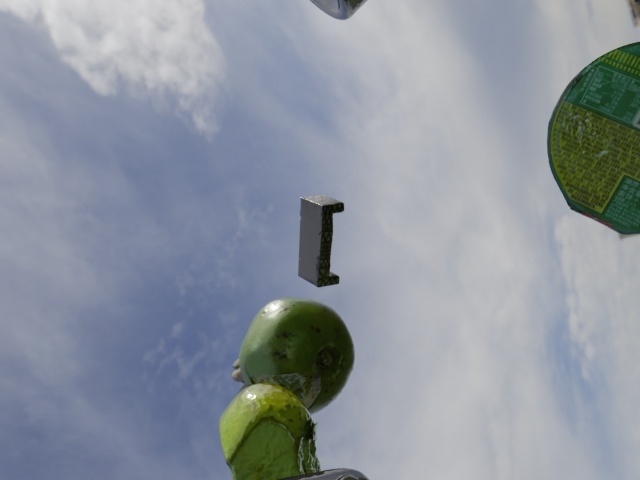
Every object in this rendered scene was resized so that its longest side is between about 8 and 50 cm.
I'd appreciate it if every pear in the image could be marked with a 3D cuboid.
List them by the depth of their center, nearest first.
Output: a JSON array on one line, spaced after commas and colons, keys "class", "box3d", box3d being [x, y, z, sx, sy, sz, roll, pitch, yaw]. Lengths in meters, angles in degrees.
[{"class": "pear", "box3d": [-0.064, 0.366, 1.031, 0.238, 0.164, 0.255, 85, 166, -71]}]

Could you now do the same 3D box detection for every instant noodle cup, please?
[{"class": "instant noodle cup", "box3d": [0.393, -0.126, 0.755, 0.233, 0.207, 0.207, -24, -83, -61]}]

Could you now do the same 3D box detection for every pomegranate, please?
[{"class": "pomegranate", "box3d": [-0.071, 0.239, 1.267, 0.236, 0.302, 0.236, 16, -117, -34]}]

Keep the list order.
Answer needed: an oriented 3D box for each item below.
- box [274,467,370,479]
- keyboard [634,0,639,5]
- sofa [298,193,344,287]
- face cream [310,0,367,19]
[{"class": "box", "box3d": [-0.016, 0.382, 0.709, 0.290, 0.289, 0.073, -2, -68, -25]}, {"class": "keyboard", "box3d": [0.381, -0.168, 0.508, 0.317, 0.027, 0.106, 17, -86, -26]}, {"class": "sofa", "box3d": [0.000, 0.000, 0.853, 0.039, 0.060, 0.118, -8, -70, -30]}, {"class": "face cream", "box3d": [0.033, -0.458, 0.970, 0.153, 0.177, 0.177, -47, -54, -3]}]
